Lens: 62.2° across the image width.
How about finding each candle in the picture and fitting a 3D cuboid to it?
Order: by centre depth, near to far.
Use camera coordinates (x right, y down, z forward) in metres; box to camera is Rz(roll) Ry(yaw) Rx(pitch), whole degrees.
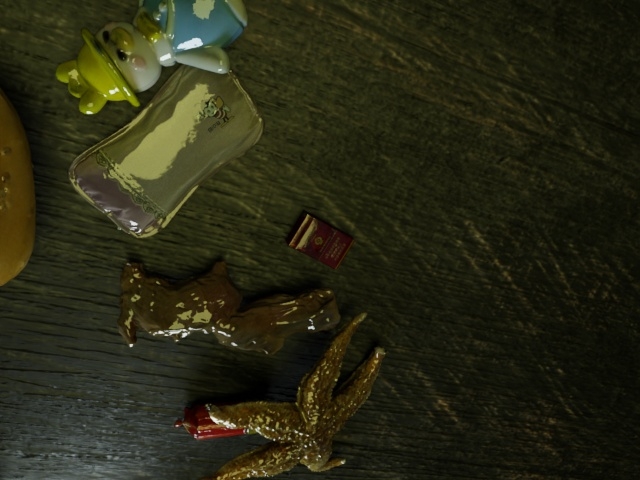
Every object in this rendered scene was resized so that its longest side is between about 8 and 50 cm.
[{"bbox_3d":[-0.143,0.259,0.765,0.131,0.052,0.051,-2,109,-14],"label":"candle"}]

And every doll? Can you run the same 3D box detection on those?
[{"bbox_3d":[-0.167,-0.223,0.565,0.241,0.099,0.135,-37,118,-2],"label":"doll"}]

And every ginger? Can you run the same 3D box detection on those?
[{"bbox_3d":[-0.118,0.091,0.708,0.290,0.084,0.122,8,82,-16],"label":"ginger"}]

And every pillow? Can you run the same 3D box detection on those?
[{"bbox_3d":[-0.176,-0.109,0.633,0.233,0.038,0.130,-41,116,-1],"label":"pillow"}]

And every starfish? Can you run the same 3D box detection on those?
[{"bbox_3d":[-0.028,0.254,0.751,0.303,0.060,0.299,-10,121,-33],"label":"starfish"}]

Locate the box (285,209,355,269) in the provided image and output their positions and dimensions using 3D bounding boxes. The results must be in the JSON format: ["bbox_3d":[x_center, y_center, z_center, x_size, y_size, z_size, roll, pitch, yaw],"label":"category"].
[{"bbox_3d":[0.000,0.000,0.729,0.082,0.023,0.051,27,99,-23],"label":"box"}]

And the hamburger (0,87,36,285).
[{"bbox_3d":[-0.435,-0.054,0.477,0.305,0.174,0.284,-11,110,-47],"label":"hamburger"}]
